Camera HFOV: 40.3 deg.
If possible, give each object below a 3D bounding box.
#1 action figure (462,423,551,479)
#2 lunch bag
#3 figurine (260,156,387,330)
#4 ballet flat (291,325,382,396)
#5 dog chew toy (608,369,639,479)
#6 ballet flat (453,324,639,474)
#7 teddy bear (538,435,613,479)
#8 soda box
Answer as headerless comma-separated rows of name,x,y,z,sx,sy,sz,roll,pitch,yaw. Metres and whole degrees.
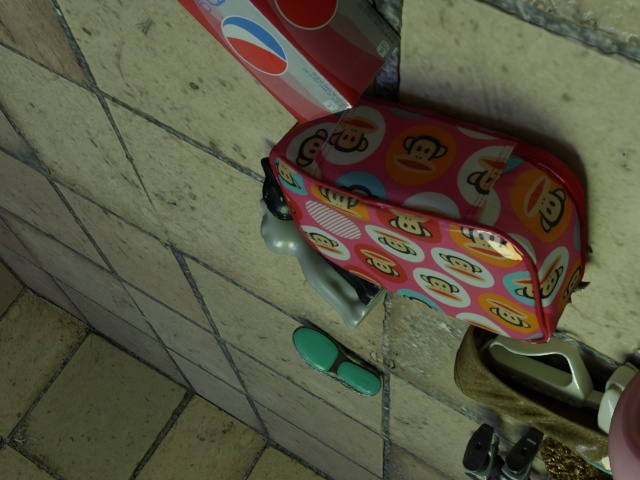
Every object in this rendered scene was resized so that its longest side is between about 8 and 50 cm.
action figure,0.318,0.386,1.455,0.185,0.099,0.285,17,158,24
lunch bag,0.108,-0.008,0.851,0.293,0.120,0.258,22,157,30
figurine,0.000,0.000,1.110,0.209,0.092,0.215,40,161,8
ballet flat,0.026,0.221,1.579,0.188,0.070,0.070,38,160,1
dog chew toy,0.421,0.230,0.811,0.332,0.206,0.206,36,162,-27
ballet flat,0.306,0.178,1.016,0.342,0.116,0.124,24,138,36
teddy bear,0.396,0.403,1.147,0.338,0.113,0.245,-97,-15,-60
soda box,-0.062,-0.217,0.704,0.263,0.083,0.092,42,159,-21
